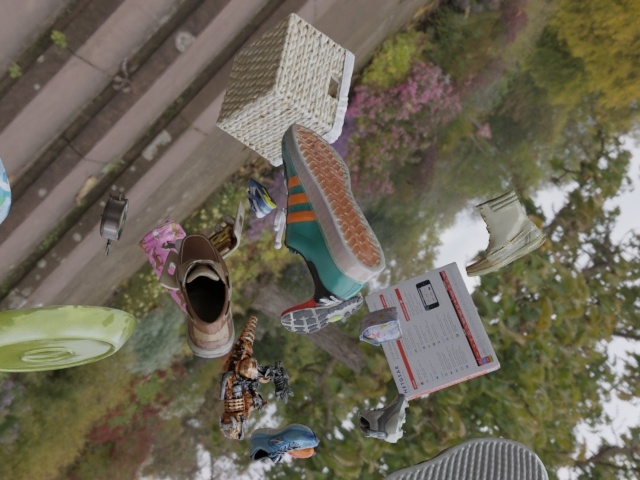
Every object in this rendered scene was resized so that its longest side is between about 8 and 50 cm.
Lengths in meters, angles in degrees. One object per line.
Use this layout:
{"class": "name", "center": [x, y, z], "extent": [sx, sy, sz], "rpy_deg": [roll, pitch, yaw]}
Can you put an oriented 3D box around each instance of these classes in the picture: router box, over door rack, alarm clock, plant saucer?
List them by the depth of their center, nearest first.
{"class": "plant saucer", "center": [-0.374, 0.141, 0.842], "extent": [0.241, 0.037, 0.241], "rpy_deg": [-10, 161, -3]}
{"class": "over door rack", "center": [0.000, 0.000, 1.733], "extent": [0.324, 0.240, 0.108], "rpy_deg": [66, 37, -83]}
{"class": "alarm clock", "center": [-0.611, -0.047, 1.810], "extent": [0.129, 0.064, 0.191], "rpy_deg": [180, -80, -78]}
{"class": "router box", "center": [0.331, 0.272, 1.856], "extent": [0.301, 0.335, 0.082], "rpy_deg": [-22, 158, 9]}

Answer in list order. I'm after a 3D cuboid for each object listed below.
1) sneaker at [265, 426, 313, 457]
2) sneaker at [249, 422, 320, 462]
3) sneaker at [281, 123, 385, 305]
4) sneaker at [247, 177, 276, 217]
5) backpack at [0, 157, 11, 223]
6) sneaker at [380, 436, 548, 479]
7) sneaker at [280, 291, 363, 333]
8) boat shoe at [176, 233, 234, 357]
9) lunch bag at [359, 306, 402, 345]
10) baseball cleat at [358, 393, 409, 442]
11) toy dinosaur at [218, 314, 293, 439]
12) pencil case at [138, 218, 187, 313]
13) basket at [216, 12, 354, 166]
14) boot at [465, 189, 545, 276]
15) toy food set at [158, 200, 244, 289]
{"class": "sneaker", "center": [-0.106, 0.641, 1.928], "extent": [0.067, 0.175, 0.064], "rpy_deg": [81, 27, -87]}
{"class": "sneaker", "center": [-0.075, 0.424, 1.259], "extent": [0.162, 0.063, 0.073], "rpy_deg": [-17, -147, 25]}
{"class": "sneaker", "center": [-0.014, -0.042, 0.913], "extent": [0.121, 0.108, 0.302], "rpy_deg": [-44, -131, 31]}
{"class": "sneaker", "center": [-0.170, -0.116, 1.653], "extent": [0.059, 0.053, 0.144], "rpy_deg": [-48, -139, 16]}
{"class": "backpack", "center": [-0.559, -0.130, 0.783], "extent": [0.290, 0.355, 0.273], "rpy_deg": [-33, 150, 19]}
{"class": "sneaker", "center": [0.204, 0.402, 0.980], "extent": [0.127, 0.321, 0.126], "rpy_deg": [115, -35, -44]}
{"class": "sneaker", "center": [-0.004, 0.212, 1.995], "extent": [0.279, 0.107, 0.118], "rpy_deg": [-15, -141, -17]}
{"class": "boat shoe", "center": [-0.244, 0.092, 1.318], "extent": [0.123, 0.324, 0.116], "rpy_deg": [-10, 137, -16]}
{"class": "lunch bag", "center": [0.119, 0.173, 1.231], "extent": [0.083, 0.053, 0.071], "rpy_deg": [-13, -164, 8]}
{"class": "baseball cleat", "center": [0.144, 0.391, 1.399], "extent": [0.206, 0.110, 0.072], "rpy_deg": [-11, 108, -78]}
{"class": "toy dinosaur", "center": [-0.192, 0.371, 1.671], "extent": [0.165, 0.218, 0.321], "rpy_deg": [13, -105, 36]}
{"class": "pencil case", "center": [-0.500, 0.108, 2.260], "extent": [0.160, 0.386, 0.167], "rpy_deg": [-37, 178, 25]}
{"class": "basket", "center": [-0.107, -0.463, 1.929], "extent": [0.331, 0.267, 0.328], "rpy_deg": [-16, -125, 46]}
{"class": "boot", "center": [0.433, -0.015, 1.561], "extent": [0.213, 0.165, 0.077], "rpy_deg": [-32, -179, 22]}
{"class": "toy food set", "center": [-0.372, 0.008, 1.958], "extent": [0.306, 0.092, 0.219], "rpy_deg": [-35, -157, 13]}
